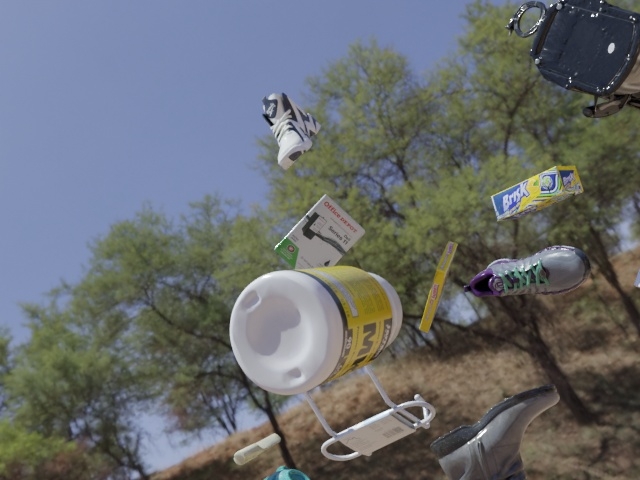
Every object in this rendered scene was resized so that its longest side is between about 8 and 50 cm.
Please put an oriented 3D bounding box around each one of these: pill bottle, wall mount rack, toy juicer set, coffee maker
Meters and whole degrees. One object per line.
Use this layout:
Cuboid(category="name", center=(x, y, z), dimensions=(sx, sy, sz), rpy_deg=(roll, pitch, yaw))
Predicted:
Cuboid(category="pill bottle", center=(0.007, 0.087, 0.719), dimensions=(0.119, 0.119, 0.208), rpy_deg=(-39, -16, 22))
Cuboid(category="wall mount rack", center=(0.112, 0.437, 1.761), dimensions=(0.350, 0.130, 0.304), rpy_deg=(-34, -55, 25))
Cuboid(category="toy juicer set", center=(-0.089, 0.542, 1.428), dimensions=(0.209, 0.329, 0.089), rpy_deg=(17, -74, -47))
Cuboid(category="coffee maker", center=(0.354, -0.235, 0.823), dimensions=(0.178, 0.171, 0.120), rpy_deg=(0, -40, -41))

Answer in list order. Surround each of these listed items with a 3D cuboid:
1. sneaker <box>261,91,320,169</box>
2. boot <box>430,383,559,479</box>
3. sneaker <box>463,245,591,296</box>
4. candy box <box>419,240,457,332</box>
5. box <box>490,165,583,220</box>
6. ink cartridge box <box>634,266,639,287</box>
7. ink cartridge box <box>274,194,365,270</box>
Cuboid(category="sneaker", center=(-0.091, -0.270, 1.590), dimensions=(0.094, 0.153, 0.235), rpy_deg=(-38, 15, 36))
Cuboid(category="boot", center=(0.438, 0.489, 1.528), dimensions=(0.338, 0.223, 0.118), rpy_deg=(-38, -26, 19))
Cuboid(category="sneaker", center=(0.355, 0.070, 1.169), dimensions=(0.098, 0.083, 0.223), rpy_deg=(-21, 0, -34))
Cuboid(category="candy box", center=(0.271, 0.109, 1.550), dimensions=(0.105, 0.027, 0.206), rpy_deg=(-54, -21, -44))
Cuboid(category="box", center=(0.410, -0.088, 1.287), dimensions=(0.059, 0.054, 0.169), rpy_deg=(-5, -14, -33))
Cuboid(category="ink cartridge box", center=(0.651, -0.009, 1.137), dimensions=(0.172, 0.100, 0.237), rpy_deg=(-142, 70, -87))
Cuboid(category="ink cartridge box", center=(0.000, 0.000, 1.824), dimensions=(0.208, 0.153, 0.087), rpy_deg=(-48, -3, -2))
